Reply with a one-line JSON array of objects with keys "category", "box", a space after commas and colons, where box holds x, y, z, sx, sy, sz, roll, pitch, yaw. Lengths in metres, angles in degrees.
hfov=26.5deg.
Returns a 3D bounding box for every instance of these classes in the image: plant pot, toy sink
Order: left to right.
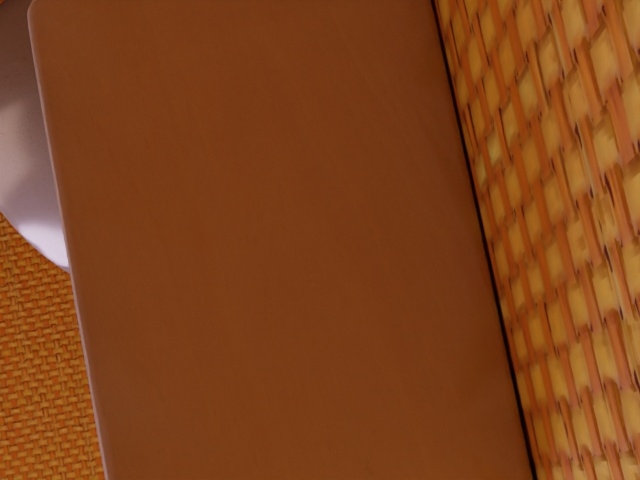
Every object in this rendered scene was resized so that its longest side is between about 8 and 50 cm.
[{"category": "plant pot", "box": [-0.113, -0.120, 1.075, 0.191, 0.284, 0.284, -30, 64, 41]}, {"category": "toy sink", "box": [-0.018, 0.013, 0.553, 0.131, 0.152, 0.234, 102, 156, -82]}]
